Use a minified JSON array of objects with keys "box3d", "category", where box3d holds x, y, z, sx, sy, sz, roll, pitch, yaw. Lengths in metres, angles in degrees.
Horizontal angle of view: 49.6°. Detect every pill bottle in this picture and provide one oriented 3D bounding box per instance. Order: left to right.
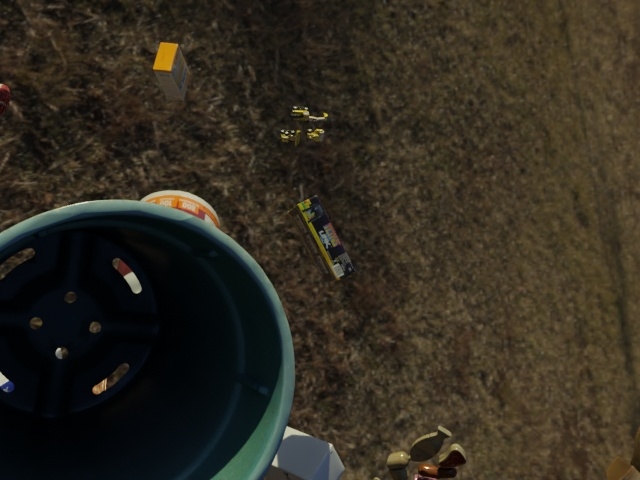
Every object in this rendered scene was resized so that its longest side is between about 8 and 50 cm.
[{"box3d":[-0.349,0.087,1.567,0.224,0.224,0.392,54,20,-38],"category":"pill bottle"}]

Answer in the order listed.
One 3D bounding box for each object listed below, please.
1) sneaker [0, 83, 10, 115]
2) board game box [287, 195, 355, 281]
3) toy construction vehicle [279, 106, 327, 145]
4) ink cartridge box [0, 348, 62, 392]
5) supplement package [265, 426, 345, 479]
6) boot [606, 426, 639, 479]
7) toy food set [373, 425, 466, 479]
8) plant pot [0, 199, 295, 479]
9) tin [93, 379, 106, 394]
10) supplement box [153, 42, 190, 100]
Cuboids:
[{"box3d":[-0.820,-0.320,1.600,0.088,0.225,0.093,42,35,-65],"category":"sneaker"},{"box3d":[0.000,0.000,1.410,0.048,0.141,0.170,-27,92,-10],"category":"board game box"},{"box3d":[-0.037,-0.247,1.528,0.035,0.098,0.086,-95,-167,-56],"category":"toy construction vehicle"},{"box3d":[-0.566,0.285,1.296,0.207,0.046,0.097,-38,130,-64],"category":"ink cartridge box"},{"box3d":[-0.052,0.522,1.631,0.105,0.179,0.105,-50,134,-34],"category":"supplement package"},{"box3d":[0.623,0.405,1.243,0.152,0.197,0.073,43,8,-18],"category":"boot"},{"box3d":[0.123,0.264,0.812,0.078,0.122,0.019,41,29,-12],"category":"toy food set"},{"box3d":[-0.250,0.120,0.744,0.341,0.334,0.341,-3,96,-27],"category":"plant pot"},{"box3d":[-0.667,0.402,1.971,0.106,0.040,0.190,19,40,-29],"category":"tin"},{"box3d":[-0.280,-0.319,1.312,0.098,0.036,0.062,80,19,-69],"category":"supplement box"}]
